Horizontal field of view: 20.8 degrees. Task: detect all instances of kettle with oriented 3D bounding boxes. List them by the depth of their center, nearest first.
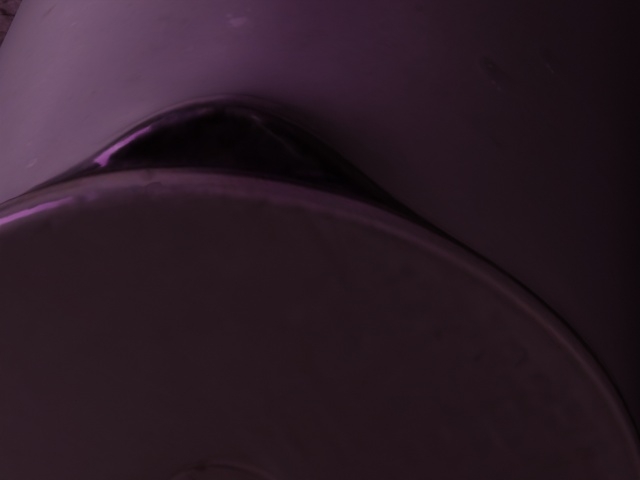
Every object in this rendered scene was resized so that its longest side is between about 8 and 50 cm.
[{"bbox_3d":[-0.012,-0.009,0.543,0.265,0.205,0.318,-52,18,35],"label":"kettle"}]
